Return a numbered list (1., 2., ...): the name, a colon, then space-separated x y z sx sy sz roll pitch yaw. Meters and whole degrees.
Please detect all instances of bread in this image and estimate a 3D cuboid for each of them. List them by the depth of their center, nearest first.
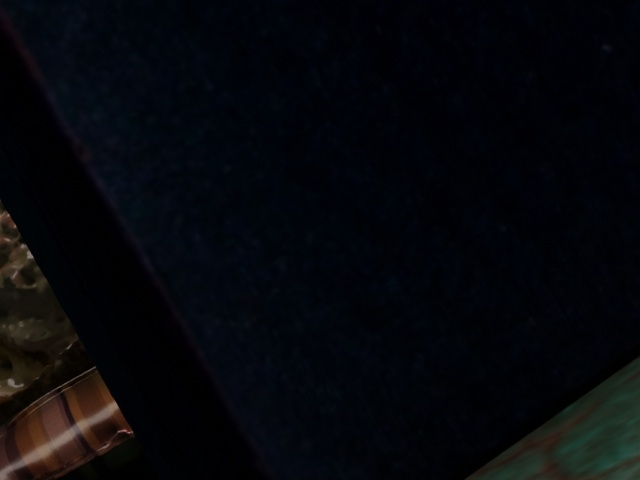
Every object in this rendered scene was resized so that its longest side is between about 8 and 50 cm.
1. bread: -0.212 0.062 1.038 0.314 0.171 0.192 -21 -21 18

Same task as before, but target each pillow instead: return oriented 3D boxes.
1. pillow: -0.088 0.080 0.822 0.212 0.052 0.208 -28 5 -9

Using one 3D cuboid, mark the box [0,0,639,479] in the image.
1. box: 0.023 -0.074 0.532 0.279 0.261 0.116 -31 8 -23
